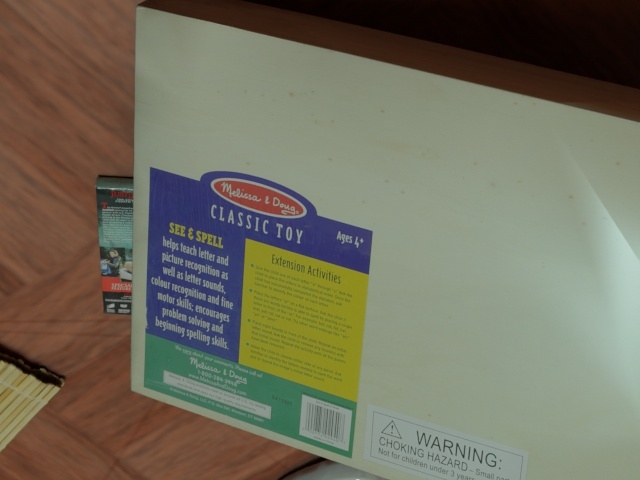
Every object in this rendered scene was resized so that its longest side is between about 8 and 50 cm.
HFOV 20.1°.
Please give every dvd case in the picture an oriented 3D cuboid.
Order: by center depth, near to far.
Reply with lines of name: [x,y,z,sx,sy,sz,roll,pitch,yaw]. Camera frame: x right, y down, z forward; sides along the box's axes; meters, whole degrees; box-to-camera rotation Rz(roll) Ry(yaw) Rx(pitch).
dvd case: [-0.108,0.007,1.232,0.087,0.013,0.119,3,134,1]

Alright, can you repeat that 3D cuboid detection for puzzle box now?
puzzle box: [0.072,0.020,1.055,0.409,0.052,0.272,16,120,22]

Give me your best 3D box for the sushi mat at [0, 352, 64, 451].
sushi mat: [-0.339,0.162,1.385,0.151,0.019,0.316,29,128,-22]

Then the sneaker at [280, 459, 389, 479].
sneaker: [-0.040,0.297,1.389,0.108,0.169,0.292,34,125,-22]
